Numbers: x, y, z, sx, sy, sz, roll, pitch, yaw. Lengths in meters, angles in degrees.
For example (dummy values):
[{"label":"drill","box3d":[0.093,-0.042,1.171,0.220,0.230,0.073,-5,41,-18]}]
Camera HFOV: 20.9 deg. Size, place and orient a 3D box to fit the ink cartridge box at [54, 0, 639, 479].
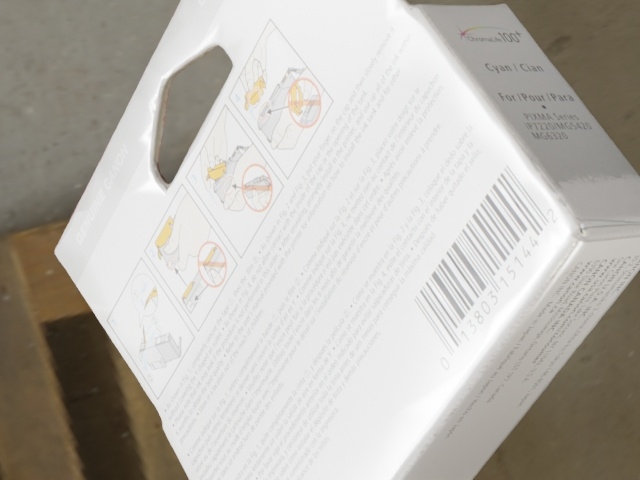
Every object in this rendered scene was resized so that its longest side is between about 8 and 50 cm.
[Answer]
[{"label":"ink cartridge box","box3d":[0.000,0.000,0.838,0.261,0.066,0.296,57,133,29]}]
